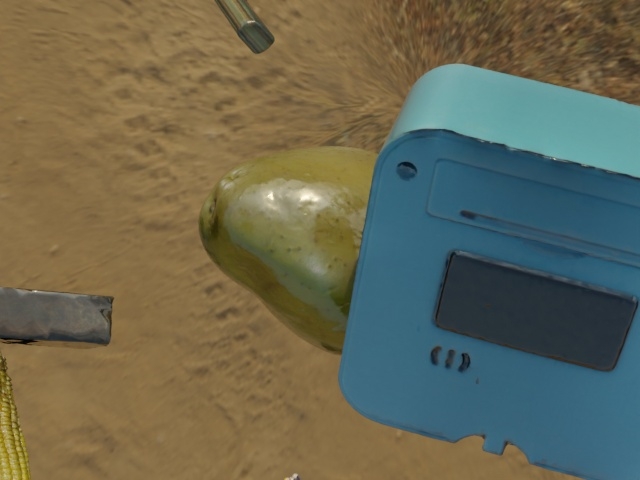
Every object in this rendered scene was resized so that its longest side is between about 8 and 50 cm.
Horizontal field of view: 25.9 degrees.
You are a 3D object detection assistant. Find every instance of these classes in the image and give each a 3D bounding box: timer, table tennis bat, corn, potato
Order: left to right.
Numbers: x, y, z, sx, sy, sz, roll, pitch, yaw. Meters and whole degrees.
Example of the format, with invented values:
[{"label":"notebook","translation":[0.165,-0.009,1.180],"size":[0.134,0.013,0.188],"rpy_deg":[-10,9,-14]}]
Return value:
[{"label":"corn","translation":[-0.332,0.179,1.380],"size":[0.072,0.072,0.203],"rpy_deg":[-22,61,6]},{"label":"table tennis bat","translation":[-0.114,-0.261,1.250],"size":[0.022,0.173,0.301],"rpy_deg":[-40,47,8]},{"label":"potato","translation":[0.000,0.000,1.037],"size":[0.194,0.157,0.157],"rpy_deg":[19,97,-29]},{"label":"timer","translation":[0.140,0.031,0.904],"size":[0.232,0.091,0.250],"rpy_deg":[15,125,6]}]

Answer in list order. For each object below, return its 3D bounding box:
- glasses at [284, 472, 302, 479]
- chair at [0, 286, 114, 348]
[{"label":"glasses","translation":[-0.010,0.325,1.355],"size":[0.095,0.255,0.162],"rpy_deg":[2,62,14]},{"label":"chair","translation":[-0.312,0.104,0.504],"size":[0.416,0.240,0.203],"rpy_deg":[6,81,-24]}]
